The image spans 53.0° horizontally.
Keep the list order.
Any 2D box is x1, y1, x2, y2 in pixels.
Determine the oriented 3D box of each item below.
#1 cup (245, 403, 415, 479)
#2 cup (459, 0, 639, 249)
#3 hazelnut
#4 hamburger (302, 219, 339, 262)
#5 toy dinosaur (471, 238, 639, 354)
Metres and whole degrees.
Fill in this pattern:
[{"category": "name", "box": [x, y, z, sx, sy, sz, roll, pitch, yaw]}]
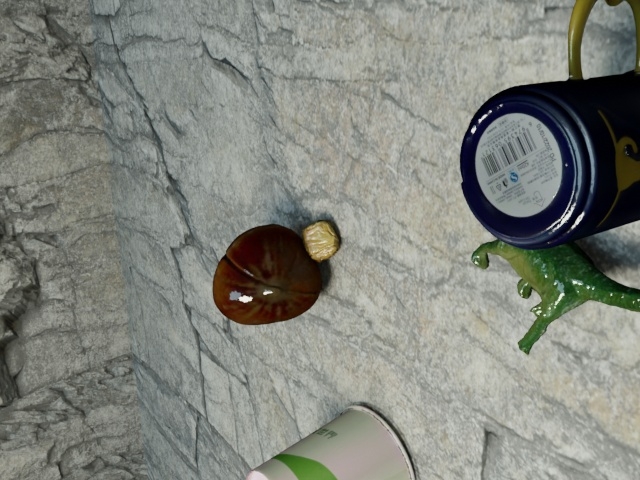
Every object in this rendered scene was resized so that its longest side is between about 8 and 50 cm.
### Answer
[{"category": "cup", "box": [0.011, 0.487, 1.268, 0.253, 0.273, 0.253, 24, 121, 49]}, {"category": "cup", "box": [0.276, -0.131, 0.693, 0.178, 0.256, 0.255, -27, 78, 55]}, {"category": "hazelnut", "box": [-0.115, 0.083, 1.334, 0.229, 0.229, 0.230, 24, 120, 49]}, {"category": "hamburger", "box": [0.000, 0.000, 1.309, 0.076, 0.044, 0.083, -23, 82, 19]}, {"category": "toy dinosaur", "box": [0.316, 0.006, 0.804, 0.447, 0.087, 0.301, 64, 153, 27]}]
